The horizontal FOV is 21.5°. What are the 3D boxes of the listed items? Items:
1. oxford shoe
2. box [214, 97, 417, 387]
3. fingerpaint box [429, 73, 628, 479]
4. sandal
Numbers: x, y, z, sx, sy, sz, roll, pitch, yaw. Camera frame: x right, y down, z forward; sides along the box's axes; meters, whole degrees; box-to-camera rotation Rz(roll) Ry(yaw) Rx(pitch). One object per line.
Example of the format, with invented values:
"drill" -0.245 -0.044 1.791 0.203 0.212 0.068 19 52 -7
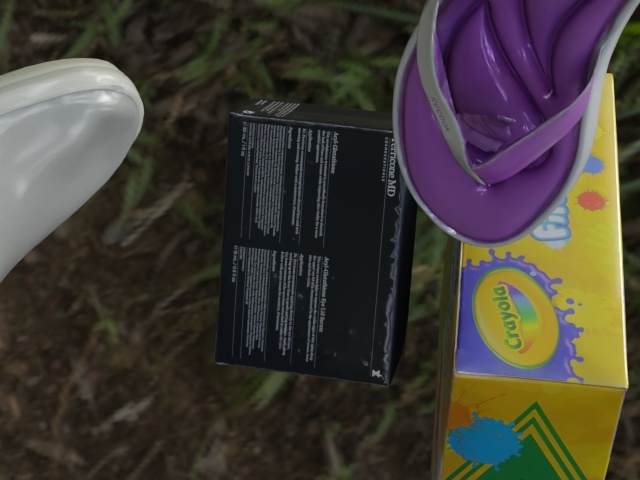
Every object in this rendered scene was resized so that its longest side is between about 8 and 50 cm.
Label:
"oxford shoe" -0.264 0.056 0.945 0.449 0.169 0.130 -39 66 -24
"box" 0.000 0.000 1.695 0.103 0.184 0.261 -42 139 -70
"fingerpaint box" 0.205 0.101 1.715 0.445 0.163 0.371 -82 176 -47
"sandal" 0.139 -0.135 1.268 0.169 0.416 0.102 28 47 10
